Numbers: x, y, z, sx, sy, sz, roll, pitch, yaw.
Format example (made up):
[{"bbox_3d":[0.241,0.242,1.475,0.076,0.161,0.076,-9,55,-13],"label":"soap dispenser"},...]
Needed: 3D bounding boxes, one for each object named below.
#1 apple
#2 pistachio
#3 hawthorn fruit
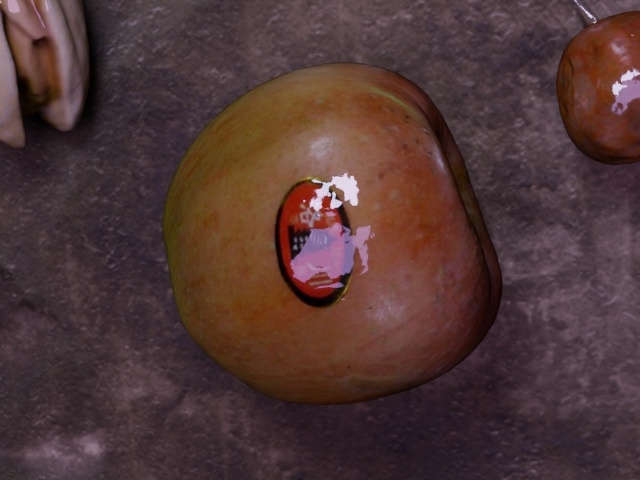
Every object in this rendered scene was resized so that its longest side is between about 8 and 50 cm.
[{"bbox_3d":[0.000,0.000,0.861,0.305,0.338,0.338,-20,95,14],"label":"apple"},{"bbox_3d":[-0.368,-0.259,0.974,0.193,0.214,0.318,-23,106,-28],"label":"pistachio"},{"bbox_3d":[0.310,-0.167,0.879,0.149,0.149,0.189,-4,69,12],"label":"hawthorn fruit"}]
